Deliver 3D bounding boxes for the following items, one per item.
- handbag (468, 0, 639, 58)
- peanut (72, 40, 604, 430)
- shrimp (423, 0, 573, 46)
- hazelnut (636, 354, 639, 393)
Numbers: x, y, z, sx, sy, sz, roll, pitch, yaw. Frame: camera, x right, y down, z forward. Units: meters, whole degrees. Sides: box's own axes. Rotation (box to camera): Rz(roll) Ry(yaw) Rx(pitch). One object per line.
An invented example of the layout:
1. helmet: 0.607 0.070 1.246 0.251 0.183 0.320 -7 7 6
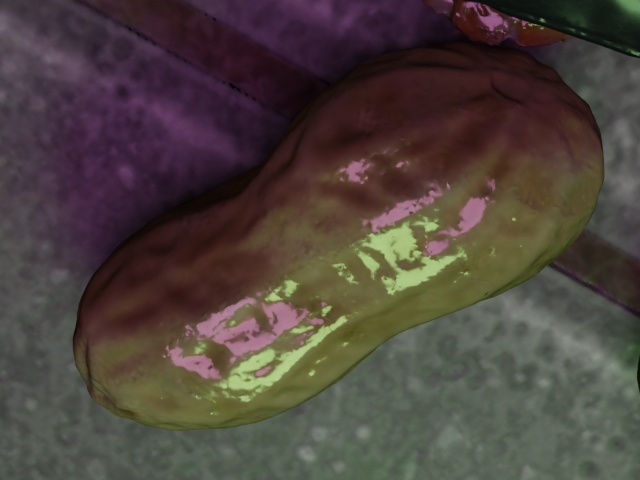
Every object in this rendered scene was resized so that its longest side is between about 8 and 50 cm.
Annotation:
1. handbag: 0.185 -0.151 0.592 0.254 0.089 0.211 19 80 -6
2. peanut: 0.000 0.000 0.657 0.257 0.123 0.123 -29 109 11
3. shrimp: 0.127 -0.127 0.645 0.184 0.043 0.091 0 81 -8
4. hazelnut: 0.191 0.062 0.713 0.086 0.086 0.086 0 111 -1
